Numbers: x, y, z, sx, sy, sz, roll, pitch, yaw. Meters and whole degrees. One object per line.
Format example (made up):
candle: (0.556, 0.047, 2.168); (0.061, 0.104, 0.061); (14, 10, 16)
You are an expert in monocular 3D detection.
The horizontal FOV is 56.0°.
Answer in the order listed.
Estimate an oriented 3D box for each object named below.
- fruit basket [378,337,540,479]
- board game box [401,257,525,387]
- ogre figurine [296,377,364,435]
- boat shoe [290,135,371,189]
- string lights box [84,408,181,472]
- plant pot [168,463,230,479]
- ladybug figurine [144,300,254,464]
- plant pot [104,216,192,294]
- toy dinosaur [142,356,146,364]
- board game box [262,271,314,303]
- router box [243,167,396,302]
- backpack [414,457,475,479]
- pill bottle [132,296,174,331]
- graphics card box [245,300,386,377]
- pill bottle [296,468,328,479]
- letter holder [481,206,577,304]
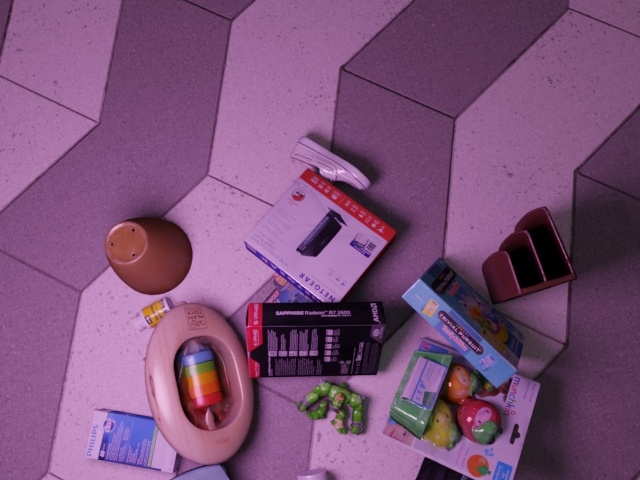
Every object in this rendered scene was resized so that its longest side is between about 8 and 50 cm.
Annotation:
fruit basket: (0.375, 0.445, 1.609); (0.353, 0.165, 0.327); (17, 56, 23)
board game box: (0.402, 0.213, 1.656); (0.336, 0.254, 0.079); (44, 114, 9)
ogre figurine: (0.039, 0.468, 1.713); (0.197, 0.097, 0.118); (25, 100, 22)
boat shoe: (0.026, -0.217, 1.834); (0.267, 0.096, 0.088); (34, 87, 9)
string lights box: (-0.526, 0.571, 1.723); (0.259, 0.077, 0.133); (9, 80, 4)
plant pot: (-0.334, 0.732, 1.609); (0.252, 0.247, 0.248); (-34, 80, -18)
ladybug figurine: (-0.348, 0.392, 1.674); (0.305, 0.162, 0.449); (-1, 72, -38)
plant pot: (-0.514, 0.028, 1.732); (0.237, 0.254, 0.237); (0, 79, 1)
toy dinosaur: (-0.450, 0.408, 1.771); (0.092, 0.053, 0.183); (-39, 73, 11)
board game box: (-0.090, 0.171, 1.785); (0.194, 0.060, 0.194); (42, 84, 10)
router box: (0.000, 0.000, 1.759); (0.335, 0.082, 0.301); (36, 73, 12)
backpack: (0.331, 0.671, 1.599); (0.188, 0.166, 0.144); (-40, 109, -43)
pill bottle: (-0.497, 0.222, 1.791); (0.116, 0.065, 0.065); (-29, 80, -2)
graphics card box: (-0.016, 0.275, 1.657); (0.370, 0.233, 0.094); (0, 42, -3)
pill bottle: (-0.007, 0.743, 1.648); (0.117, 0.117, 0.208); (-10, 80, 1)
letter holder: (0.545, 0.044, 1.657); (0.152, 0.302, 0.214); (-17, 79, 0)
